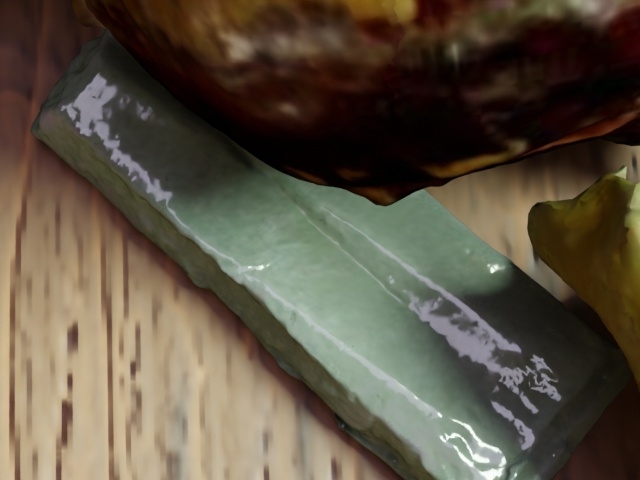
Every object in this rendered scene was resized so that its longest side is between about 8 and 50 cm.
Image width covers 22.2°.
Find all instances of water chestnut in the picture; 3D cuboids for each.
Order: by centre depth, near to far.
[{"bbox_3d":[0.060,-0.126,0.495,0.300,0.300,0.300,2,74,-7],"label":"water chestnut"}]

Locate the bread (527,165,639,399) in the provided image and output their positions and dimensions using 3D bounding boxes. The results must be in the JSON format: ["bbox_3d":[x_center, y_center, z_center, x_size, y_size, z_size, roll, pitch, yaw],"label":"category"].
[{"bbox_3d":[0.218,0.063,0.500,0.239,0.196,0.252,-22,76,-9],"label":"bread"}]

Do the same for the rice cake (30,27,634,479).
[{"bbox_3d":[0.000,0.000,0.565,0.226,0.040,0.085,42,73,5],"label":"rice cake"}]
